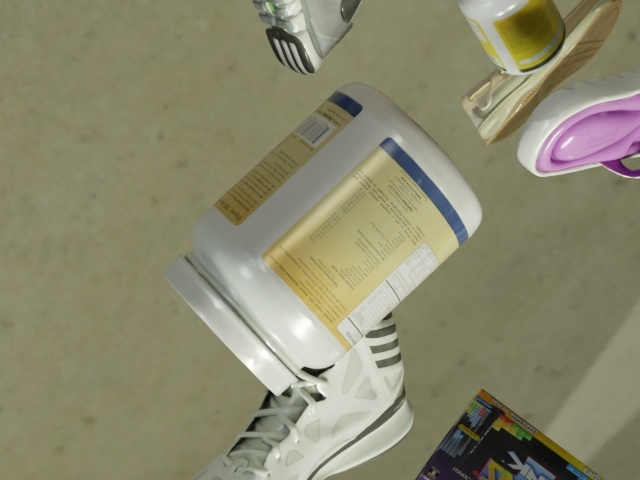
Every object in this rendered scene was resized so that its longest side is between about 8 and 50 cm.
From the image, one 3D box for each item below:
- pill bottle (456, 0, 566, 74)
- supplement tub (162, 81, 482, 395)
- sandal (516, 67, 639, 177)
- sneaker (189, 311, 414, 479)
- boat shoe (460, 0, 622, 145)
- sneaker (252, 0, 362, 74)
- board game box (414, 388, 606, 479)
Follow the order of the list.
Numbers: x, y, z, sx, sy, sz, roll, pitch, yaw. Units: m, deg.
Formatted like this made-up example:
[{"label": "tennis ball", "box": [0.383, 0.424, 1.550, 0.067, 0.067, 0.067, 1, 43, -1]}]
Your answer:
[{"label": "pill bottle", "box": [0.225, -0.289, 1.670, 0.103, 0.103, 0.184, -39, 142, 3]}, {"label": "supplement tub", "box": [0.000, 0.000, 1.563, 0.316, 0.228, 0.228, -43, 145, -4]}, {"label": "sandal", "box": [0.415, -0.136, 1.654, 0.416, 0.102, 0.169, -18, 146, -26]}, {"label": "sneaker", "box": [-0.059, 0.214, 1.756, 0.447, 0.169, 0.257, -33, 127, -39]}, {"label": "boat shoe", "box": [0.309, -0.264, 1.984, 0.109, 0.098, 0.302, -21, 159, -45]}, {"label": "sneaker", "box": [-0.019, -0.304, 1.496, 0.132, 0.086, 0.228, -43, 137, -23]}, {"label": "board game box", "box": [0.182, 0.238, 1.287, 0.141, 0.170, 0.048, -46, 169, -49]}]
